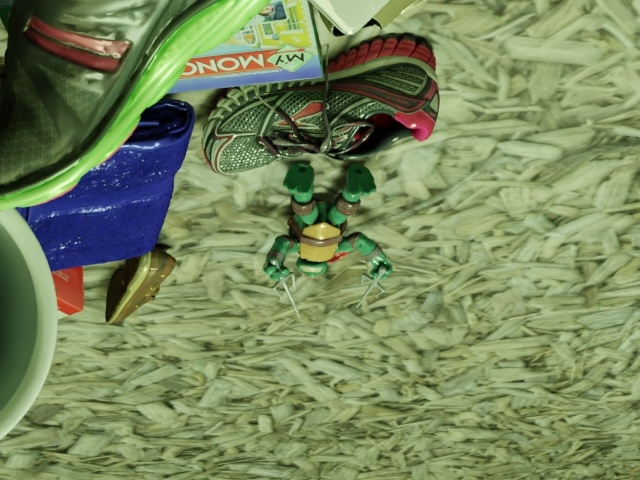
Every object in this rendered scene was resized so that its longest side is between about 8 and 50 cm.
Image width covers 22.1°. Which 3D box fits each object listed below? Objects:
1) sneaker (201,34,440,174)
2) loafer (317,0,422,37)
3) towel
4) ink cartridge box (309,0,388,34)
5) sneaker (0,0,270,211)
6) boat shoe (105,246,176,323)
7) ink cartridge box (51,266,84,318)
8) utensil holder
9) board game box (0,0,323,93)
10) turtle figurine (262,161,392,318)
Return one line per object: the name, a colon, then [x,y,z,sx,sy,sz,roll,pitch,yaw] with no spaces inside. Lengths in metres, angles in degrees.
sneaker: [-0.006,-0.137,1.879,0.299,0.112,0.121,-19,149,25]
loafer: [0.067,-0.252,1.739,0.148,0.050,0.056,-19,149,24]
towel: [-0.277,-0.052,1.931,0.227,0.076,0.308,-5,153,-18]
ink cartridge box: [0.038,-0.366,1.391,0.296,0.066,0.261,-43,114,13]
sneaker: [-0.220,-0.213,1.567,0.483,0.185,0.202,-43,111,12]
boat shoe: [-0.252,0.067,2.262,0.060,0.064,0.178,10,146,-23]
ink cartridge box: [-0.414,0.059,2.204,0.231,0.078,0.134,-20,149,24]
utensil holder: [-0.489,0.088,1.839,0.327,0.328,0.385,5,175,-19]
board game box: [-0.166,-0.231,1.733,0.317,0.046,0.213,-6,151,5]
turtle figurine: [0.000,0.000,2.131,0.175,0.118,0.234,-13,139,-18]
